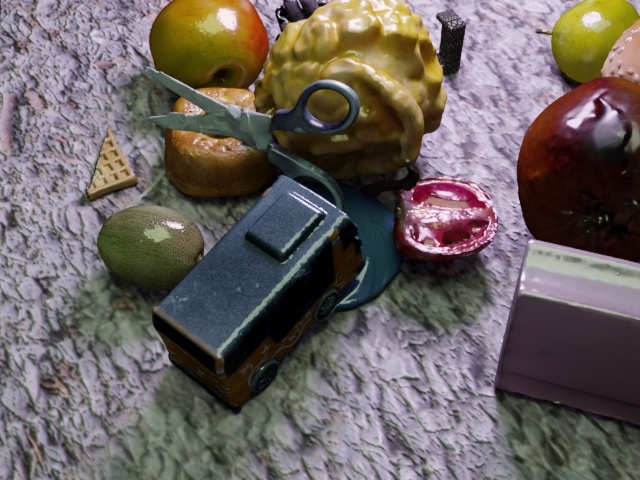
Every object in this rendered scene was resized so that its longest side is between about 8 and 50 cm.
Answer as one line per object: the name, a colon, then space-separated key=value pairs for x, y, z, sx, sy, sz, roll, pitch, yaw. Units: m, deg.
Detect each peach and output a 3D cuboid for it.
peach: x=-0.212 y=-0.370 z=1.931 sx=0.231 sy=0.231 sz=0.231 roll=0 pitch=50 yaw=0

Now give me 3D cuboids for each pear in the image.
pear: x=0.524 y=-0.397 z=1.995 sx=0.216 sy=0.166 sz=0.180 roll=23 pitch=64 yaw=45

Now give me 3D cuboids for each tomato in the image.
tomato: x=0.205 y=-0.016 z=1.701 sx=0.173 sy=0.099 sz=0.189 roll=6 pitch=48 yaw=2

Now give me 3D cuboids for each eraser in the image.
eraser: x=0.445 y=0.151 z=1.451 sx=0.359 sy=0.272 sz=0.122 roll=12 pitch=52 yaw=11

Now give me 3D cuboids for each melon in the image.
melon: x=-0.267 y=0.013 z=1.653 sx=0.192 sy=0.139 sz=0.139 roll=14 pitch=52 yaw=11

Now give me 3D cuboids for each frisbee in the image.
frisbee: x=-0.001 y=-0.003 z=1.724 sx=0.290 sy=0.049 sz=0.289 roll=0 pitch=50 yaw=0

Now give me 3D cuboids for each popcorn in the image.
popcorn: x=0.075 y=-0.235 z=1.740 sx=0.349 sy=0.349 sz=0.381 roll=-17 pitch=60 yaw=-14

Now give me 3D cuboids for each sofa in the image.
sofa: x=0.251 y=-0.390 z=2.001 sx=0.039 sy=0.118 sz=0.060 roll=-18 pitch=53 yaw=-16

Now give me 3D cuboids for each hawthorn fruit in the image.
hawthorn fruit: x=0.475 y=-0.120 z=1.669 sx=0.308 sy=0.308 sz=0.324 roll=28 pitch=54 yaw=21

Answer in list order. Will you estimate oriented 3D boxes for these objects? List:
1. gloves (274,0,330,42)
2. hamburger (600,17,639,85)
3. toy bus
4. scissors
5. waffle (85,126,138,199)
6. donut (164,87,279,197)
gloves: x=0.019 y=-0.380 z=1.999 sx=0.285 sy=0.119 sz=0.142 roll=43 pitch=53 yaw=13
hamburger: x=0.742 y=-0.293 z=1.792 sx=0.446 sy=0.268 sz=0.287 roll=-18 pitch=38 yaw=-16
toy bus: x=-0.088 y=0.074 z=1.546 sx=0.162 sy=0.194 sz=0.323 roll=33 pitch=69 yaw=25
scissors: x=-0.123 y=-0.190 z=1.670 sx=0.384 sy=0.255 sz=0.029 roll=21 pitch=37 yaw=14
waffle: x=-0.402 y=-0.144 z=1.857 sx=0.098 sy=0.023 sz=0.152 roll=-20 pitch=54 yaw=-17
donut: x=-0.177 y=-0.178 z=1.830 sx=0.227 sy=0.113 sz=0.226 roll=1 pitch=49 yaw=-1
